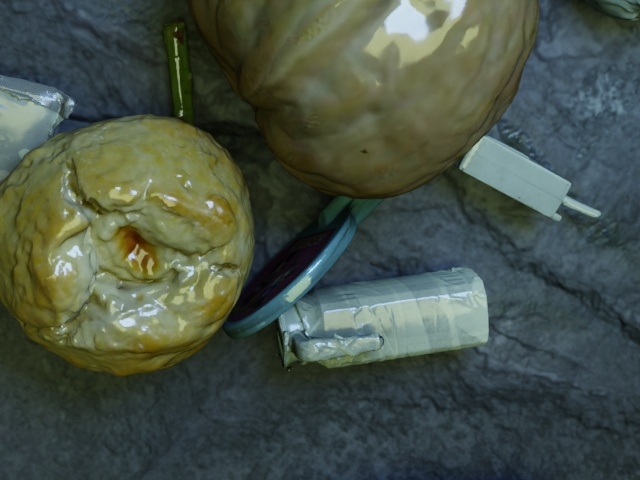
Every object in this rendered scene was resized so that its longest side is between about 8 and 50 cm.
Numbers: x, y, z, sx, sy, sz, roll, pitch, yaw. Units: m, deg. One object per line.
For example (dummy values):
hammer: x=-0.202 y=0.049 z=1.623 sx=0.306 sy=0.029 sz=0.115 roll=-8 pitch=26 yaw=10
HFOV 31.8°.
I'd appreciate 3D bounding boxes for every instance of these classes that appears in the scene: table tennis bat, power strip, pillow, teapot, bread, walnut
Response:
table tennis bat: x=0.000 y=0.000 z=1.031 sx=0.040 sy=0.153 sz=0.244 roll=47 pitch=71 yaw=-12
power strip: x=0.195 y=-0.058 z=1.073 sx=0.175 sy=0.075 sz=0.042 roll=26 pitch=98 yaw=-15
pillow: x=-0.357 y=-0.099 z=0.990 sx=0.255 sy=0.059 sz=0.169 roll=17 pitch=106 yaw=-12
teapot: x=0.058 y=0.082 z=1.067 sx=0.200 sy=0.107 sz=0.077 roll=-8 pitch=107 yaw=-6
bread: x=-0.167 y=0.015 z=0.973 sx=0.244 sy=0.134 sz=0.244 roll=-5 pitch=113 yaw=-13
walnut: x=0.035 y=-0.193 z=0.923 sx=0.285 sy=0.285 sz=0.296 roll=-38 pitch=84 yaw=1

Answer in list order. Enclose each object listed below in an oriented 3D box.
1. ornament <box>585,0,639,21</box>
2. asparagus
ornament: x=0.299 y=-0.339 z=1.004 sx=0.120 sy=0.130 sz=0.285 roll=8 pitch=94 yaw=-17
asparagus: x=-0.125 y=-0.080 z=1.045 sx=0.025 sy=0.024 sz=0.248 roll=-3 pitch=105 yaw=-1
